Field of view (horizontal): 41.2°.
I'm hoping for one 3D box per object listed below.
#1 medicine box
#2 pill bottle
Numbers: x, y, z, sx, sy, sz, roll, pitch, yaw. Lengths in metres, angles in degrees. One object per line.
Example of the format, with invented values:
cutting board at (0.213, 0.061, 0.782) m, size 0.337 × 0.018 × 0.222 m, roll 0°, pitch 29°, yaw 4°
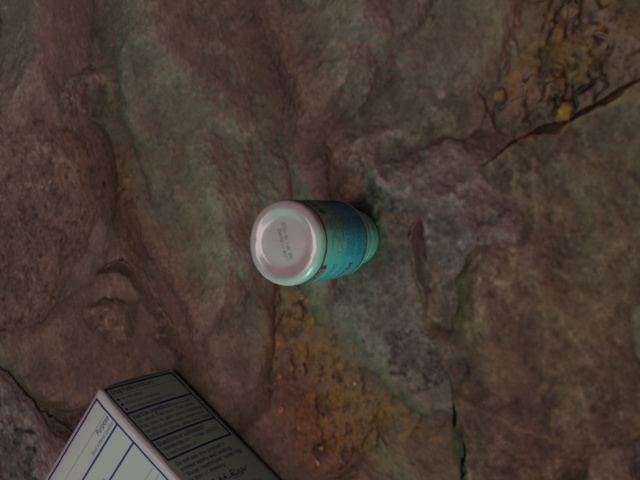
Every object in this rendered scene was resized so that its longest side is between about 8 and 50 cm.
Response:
medicine box at (-0.197, 0.357, 1.050) m, size 0.289 × 0.149 × 0.263 m, roll 41°, pitch 110°, yaw 21°
pill bottle at (0.000, 0.000, 0.919) m, size 0.087 × 0.160 × 0.087 m, roll 1°, pitch 93°, yaw 29°
